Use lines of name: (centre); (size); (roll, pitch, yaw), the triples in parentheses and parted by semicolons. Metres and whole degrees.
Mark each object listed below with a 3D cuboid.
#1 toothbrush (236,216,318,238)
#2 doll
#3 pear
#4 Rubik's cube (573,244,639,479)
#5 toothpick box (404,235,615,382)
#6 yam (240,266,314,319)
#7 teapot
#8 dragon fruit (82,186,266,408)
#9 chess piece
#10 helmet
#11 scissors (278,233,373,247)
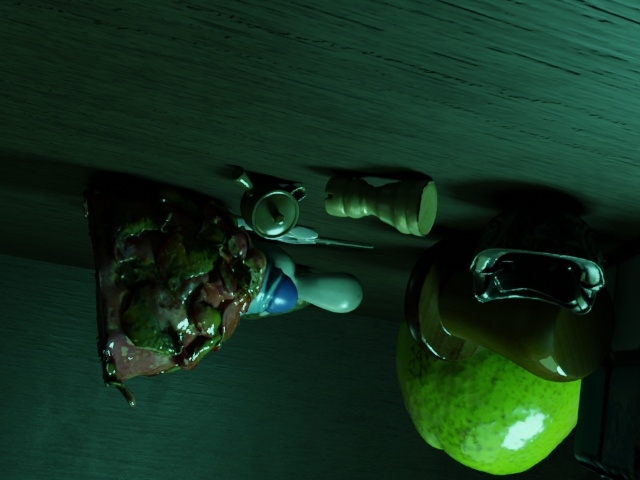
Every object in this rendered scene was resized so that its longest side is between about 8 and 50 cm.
toothbrush: (-0.135, -0.031, 1.428); (0.269, 0.021, 0.027); (10, 166, -10)
doll: (-0.162, 0.074, 1.596); (0.375, 0.187, 0.365); (-13, 168, 29)
pear: (0.311, 0.225, 1.547); (0.390, 0.391, 0.391); (8, 172, 1)
Rubik's cube: (0.544, 0.181, 1.168); (0.313, 0.319, 0.316); (8, 173, 4)
toothpick box: (0.254, 0.097, 1.233); (0.192, 0.192, 0.294); (14, 178, -36)
yam: (-0.110, 0.126, 2.129); (0.133, 0.133, 0.330); (13, 167, -30)
teapot: (-0.072, -0.060, 1.095); (0.110, 0.085, 0.080); (49, 173, -34)
dragon fruit: (-0.214, 0.066, 1.326); (0.262, 0.315, 0.296); (-6, -175, -17)
chess piece: (0.067, -0.046, 0.992); (0.122, 0.066, 0.066); (11, 174, 24)
helmet: (0.259, 0.009, 1.028); (0.153, 0.107, 0.177); (9, 153, 12)
scissors: (0.000, 0.000, 1.540); (0.188, 0.015, 0.100); (6, 173, 4)
